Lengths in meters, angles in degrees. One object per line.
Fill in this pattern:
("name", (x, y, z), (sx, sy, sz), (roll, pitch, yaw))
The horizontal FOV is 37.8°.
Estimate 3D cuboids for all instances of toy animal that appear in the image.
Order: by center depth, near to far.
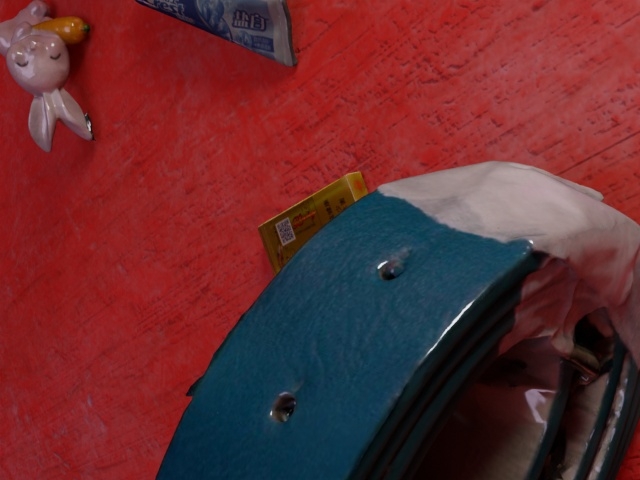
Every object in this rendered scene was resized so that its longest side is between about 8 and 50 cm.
("toy animal", (-0.346, -0.220, 1.207), (0.181, 0.131, 0.127), (56, 168, 31))

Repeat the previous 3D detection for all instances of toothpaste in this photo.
("toothpaste", (-0.121, -0.245, 0.964), (0.268, 0.047, 0.069), (27, 107, 37))

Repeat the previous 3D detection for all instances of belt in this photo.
("belt", (0.062, 0.155, 0.622), (0.173, 0.300, 0.436), (19, 76, 42))

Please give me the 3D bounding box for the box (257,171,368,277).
("box", (0.000, 0.000, 0.914), (0.156, 0.022, 0.089), (-30, 77, 49))
